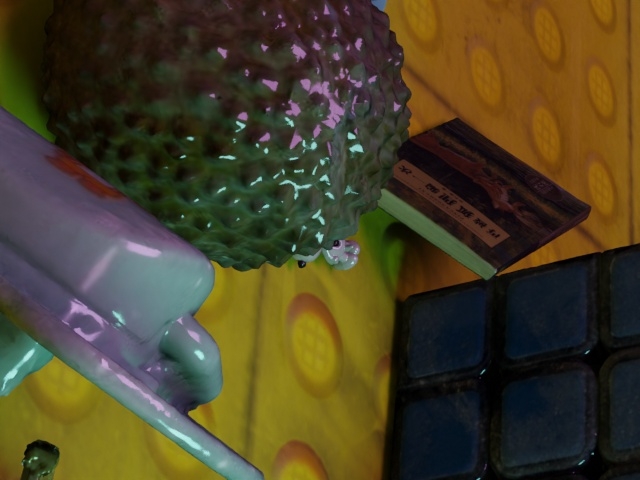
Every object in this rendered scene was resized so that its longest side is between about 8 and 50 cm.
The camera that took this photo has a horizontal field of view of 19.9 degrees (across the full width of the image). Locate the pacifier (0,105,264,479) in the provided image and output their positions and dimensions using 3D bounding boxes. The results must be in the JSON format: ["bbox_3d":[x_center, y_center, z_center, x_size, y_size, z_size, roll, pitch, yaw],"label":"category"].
[{"bbox_3d":[-0.198,0.073,0.999,0.343,0.269,0.288,38,-5,16],"label":"pacifier"}]

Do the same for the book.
[{"bbox_3d":[0.136,-0.041,1.635,0.160,0.024,0.228,35,27,17],"label":"book"}]

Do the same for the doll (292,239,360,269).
[{"bbox_3d":[0.002,-0.006,1.490,0.085,0.040,0.058,3,88,-53],"label":"doll"}]

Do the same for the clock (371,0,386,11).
[{"bbox_3d":[0.021,-0.250,1.613,0.108,0.045,0.147,57,35,-29],"label":"clock"}]

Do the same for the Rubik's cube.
[{"bbox_3d":[0.257,0.208,1.553,0.304,0.301,0.305,37,49,-46],"label":"Rubik's cube"}]

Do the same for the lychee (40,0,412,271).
[{"bbox_3d":[-0.061,-0.106,1.242,0.255,0.274,0.255,-7,102,-32],"label":"lychee"}]

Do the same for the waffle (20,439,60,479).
[{"bbox_3d":[-0.192,0.199,1.066,0.097,0.023,0.153,107,4,-47],"label":"waffle"}]
